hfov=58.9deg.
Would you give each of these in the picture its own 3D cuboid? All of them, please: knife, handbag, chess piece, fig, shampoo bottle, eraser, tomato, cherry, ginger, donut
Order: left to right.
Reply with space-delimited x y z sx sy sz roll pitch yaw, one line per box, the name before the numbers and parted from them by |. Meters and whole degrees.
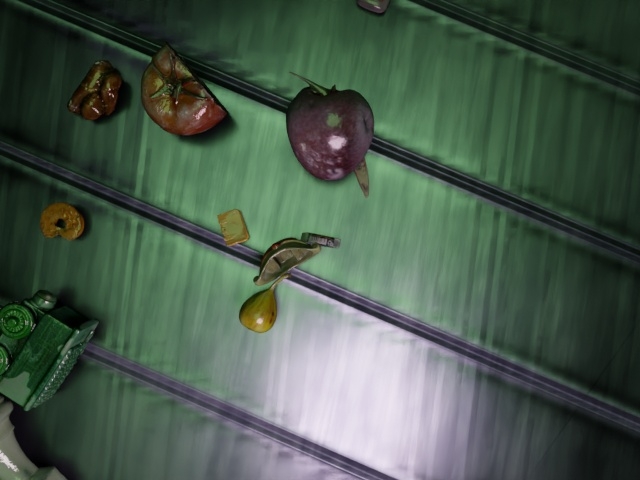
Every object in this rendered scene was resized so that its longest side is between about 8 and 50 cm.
chess piece | -0.754 0.538 1.366 0.194 0.194 0.299 -42 97 1
donut | -0.646 -0.047 1.426 0.108 0.043 0.097 13 90 3
ginger | -0.552 -0.362 1.413 0.103 0.073 0.162 41 97 15
tomato | -0.343 -0.340 1.356 0.155 0.181 0.214 -42 85 7
handbag | -0.220 -0.032 1.422 0.061 0.027 0.083 -20 87 1
fig | -0.129 0.151 1.398 0.093 0.093 0.166 36 74 2
eraser | 0.000 0.000 1.418 0.099 0.019 0.027 11 76 1
cherry | 0.020 -0.263 1.329 0.213 0.184 0.266 20 131 38
knife | 0.086 -0.228 1.421 0.035 0.018 0.247 -17 92 -1
shampoo bottle | 0.153 -0.655 1.407 0.080 0.040 0.165 22 91 3

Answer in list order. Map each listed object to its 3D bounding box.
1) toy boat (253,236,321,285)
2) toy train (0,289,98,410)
toy boat | -0.088 0.043 1.387 0.185 0.089 0.071 -31 45 4
toy train | -0.699 0.256 1.377 0.202 0.145 0.266 33 91 -2
